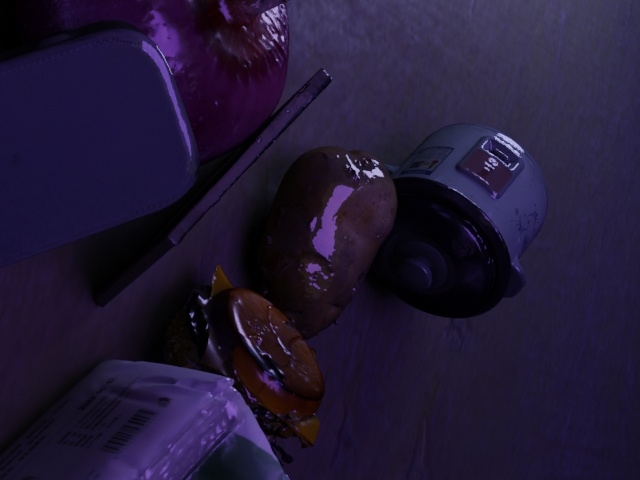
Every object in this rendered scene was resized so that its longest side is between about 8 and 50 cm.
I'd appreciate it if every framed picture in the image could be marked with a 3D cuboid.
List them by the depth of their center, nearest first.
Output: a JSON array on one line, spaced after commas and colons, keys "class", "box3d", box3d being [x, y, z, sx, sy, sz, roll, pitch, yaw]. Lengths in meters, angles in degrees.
[{"class": "framed picture", "box3d": [-0.135, -0.065, 1.401, 0.022, 0.247, 0.335, 45, 55, -8]}]

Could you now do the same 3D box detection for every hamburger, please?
[{"class": "hamburger", "box3d": [-0.101, 0.171, 1.458, 0.243, 0.138, 0.262, 43, 17, -22]}]

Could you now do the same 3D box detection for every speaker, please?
[{"class": "speaker", "box3d": [-0.331, -0.081, 1.068, 0.406, 0.184, 0.183, -20, 110, -5]}]

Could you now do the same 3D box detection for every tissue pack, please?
[{"class": "tissue pack", "box3d": [-0.248, 0.309, 1.255, 0.356, 0.266, 0.194, -45, 123, -37]}]

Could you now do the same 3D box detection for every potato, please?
[{"class": "potato", "box3d": [0.000, 0.000, 1.620, 0.191, 0.141, 0.296, 26, 80, -38]}]

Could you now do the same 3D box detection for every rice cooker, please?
[{"class": "rice cooker", "box3d": [0.207, -0.030, 1.772, 0.316, 0.264, 0.317, 13, 53, -18]}]

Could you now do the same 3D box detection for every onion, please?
[{"class": "onion", "box3d": [-0.176, -0.267, 1.298, 0.358, 0.345, 0.358, 12, 64, -26]}]
